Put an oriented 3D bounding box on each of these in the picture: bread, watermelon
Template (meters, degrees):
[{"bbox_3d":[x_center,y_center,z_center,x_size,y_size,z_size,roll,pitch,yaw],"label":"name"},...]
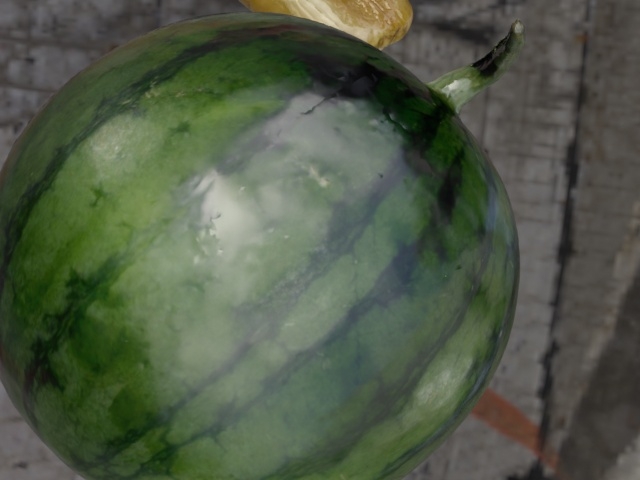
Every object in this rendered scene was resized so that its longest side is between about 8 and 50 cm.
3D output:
[{"bbox_3d":[-0.051,-0.281,1.518,0.305,0.091,0.142,45,55,0],"label":"bread"},{"bbox_3d":[-0.017,0.002,0.567,0.215,0.188,0.188,-45,136,-3],"label":"watermelon"}]
